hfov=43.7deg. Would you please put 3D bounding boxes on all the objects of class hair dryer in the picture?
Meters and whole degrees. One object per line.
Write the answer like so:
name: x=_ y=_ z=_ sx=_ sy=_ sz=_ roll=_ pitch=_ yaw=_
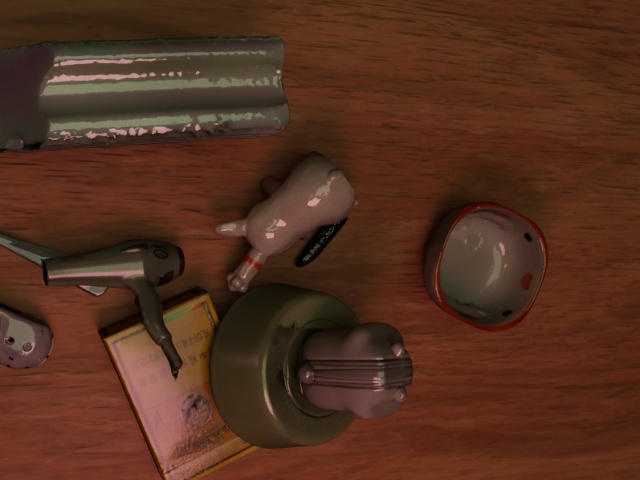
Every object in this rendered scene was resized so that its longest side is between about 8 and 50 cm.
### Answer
hair dryer: x=-0.331 y=0.094 z=1.273 sx=0.229 sy=0.267 sz=0.092 roll=9 pitch=131 yaw=-17

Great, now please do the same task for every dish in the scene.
dish: x=0.307 y=0.047 z=1.560 sx=0.256 sy=0.117 sz=0.256 roll=-2 pitch=96 yaw=-20

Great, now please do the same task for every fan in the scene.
fan: x=-0.476 y=0.014 z=1.317 sx=0.282 sy=0.023 sz=0.057 roll=28 pitch=86 yaw=-22

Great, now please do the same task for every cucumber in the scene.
cucumber: x=0.000 y=0.000 z=1.487 sx=0.032 sy=0.032 sz=0.133 roll=43 pitch=79 yaw=-18

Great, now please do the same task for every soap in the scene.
soap: x=-0.296 y=-0.221 z=1.234 sx=0.445 sy=0.261 sz=0.156 roll=-7 pitch=97 yaw=-19

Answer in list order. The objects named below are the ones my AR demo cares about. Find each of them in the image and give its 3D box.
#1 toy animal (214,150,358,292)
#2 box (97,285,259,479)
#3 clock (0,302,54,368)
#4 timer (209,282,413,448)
toy animal: x=-0.071 y=-0.040 z=1.416 sx=0.282 sy=0.138 sz=0.141 roll=-37 pitch=99 yaw=10
box: x=-0.237 y=0.257 z=1.392 sx=0.192 sy=0.084 sz=0.302 roll=-24 pitch=102 yaw=-17
clock: x=-0.523 y=0.162 z=1.280 sx=0.176 sy=0.080 sz=0.117 roll=27 pitch=84 yaw=-20
timer: x=0.021 y=0.211 z=1.322 sx=0.290 sy=0.315 sz=0.291 roll=6 pitch=82 yaw=-44
